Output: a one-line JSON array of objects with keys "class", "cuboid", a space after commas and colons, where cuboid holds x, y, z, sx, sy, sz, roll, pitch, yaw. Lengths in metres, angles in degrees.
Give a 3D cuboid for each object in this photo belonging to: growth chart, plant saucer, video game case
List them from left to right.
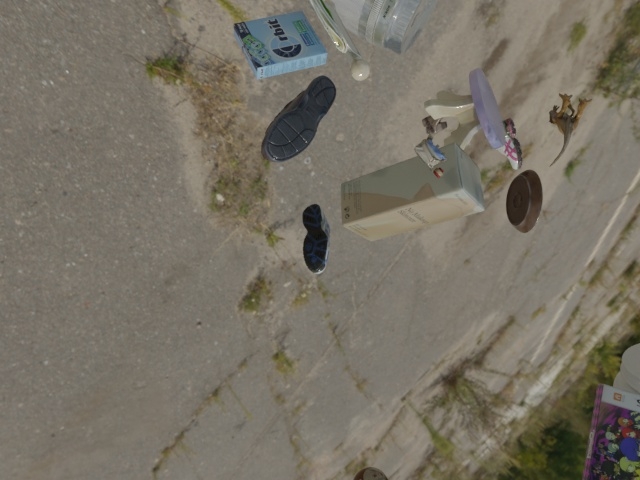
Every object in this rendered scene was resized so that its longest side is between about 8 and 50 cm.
[{"class": "growth chart", "cuboid": [-0.028, -0.230, 0.358, 0.021, 0.172, 0.237, -28, 143, 14]}, {"class": "plant saucer", "cuboid": [0.533, -0.104, 1.278, 0.029, 0.168, 0.168, 2, 133, -5]}, {"class": "video game case", "cuboid": [0.587, 0.399, 0.848, 0.042, 0.210, 0.232, 59, 48, -67]}]

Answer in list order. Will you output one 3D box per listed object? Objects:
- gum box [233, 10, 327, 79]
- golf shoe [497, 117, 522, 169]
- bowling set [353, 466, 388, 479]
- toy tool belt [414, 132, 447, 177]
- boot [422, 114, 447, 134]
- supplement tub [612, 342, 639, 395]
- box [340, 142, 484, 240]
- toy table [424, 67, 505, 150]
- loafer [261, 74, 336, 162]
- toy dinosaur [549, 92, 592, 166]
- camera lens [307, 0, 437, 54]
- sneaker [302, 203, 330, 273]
[{"class": "gum box", "cuboid": [-0.099, -0.482, 1.183, 0.184, 0.157, 0.041, -20, 158, -19]}, {"class": "golf shoe", "cuboid": [0.651, -0.331, 1.685, 0.186, 0.086, 0.067, 65, 33, -16]}, {"class": "bowling set", "cuboid": [0.078, 0.415, 0.611, 0.286, 0.200, 0.154, -12, 178, -18]}, {"class": "toy tool belt", "cuboid": [0.235, -0.175, 0.989, 0.051, 0.083, 0.052, -41, -177, 10]}, {"class": "boot", "cuboid": [0.418, -0.453, 1.782, 0.042, 0.087, 0.119, -26, 108, -54]}, {"class": "supplement tub", "cuboid": [0.777, 0.407, 1.062, 0.228, 0.228, 0.316, -23, 111, -31]}, {"class": "box", "cuboid": [0.214, -0.106, 1.158, 0.311, 0.121, 0.148, -17, 153, 36]}, {"class": "toy table", "cuboid": [0.445, -0.377, 1.468, 0.160, 0.274, 0.252, -21, 137, 34]}, {"class": "loafer", "cuboid": [-0.065, -0.314, 1.282, 0.109, 0.095, 0.303, 46, 63, -25]}, {"class": "toy dinosaur", "cuboid": [0.532, -0.248, 1.034, 0.211, 0.064, 0.112, -60, 156, -51]}, {"class": "camera lens", "cuboid": [0.119, -0.587, 1.109, 0.219, 0.274, 0.219, -55, 172, -11]}, {"class": "sneaker", "cuboid": [0.000, 0.000, 1.334, 0.080, 0.211, 0.081, -16, 145, 24]}]
